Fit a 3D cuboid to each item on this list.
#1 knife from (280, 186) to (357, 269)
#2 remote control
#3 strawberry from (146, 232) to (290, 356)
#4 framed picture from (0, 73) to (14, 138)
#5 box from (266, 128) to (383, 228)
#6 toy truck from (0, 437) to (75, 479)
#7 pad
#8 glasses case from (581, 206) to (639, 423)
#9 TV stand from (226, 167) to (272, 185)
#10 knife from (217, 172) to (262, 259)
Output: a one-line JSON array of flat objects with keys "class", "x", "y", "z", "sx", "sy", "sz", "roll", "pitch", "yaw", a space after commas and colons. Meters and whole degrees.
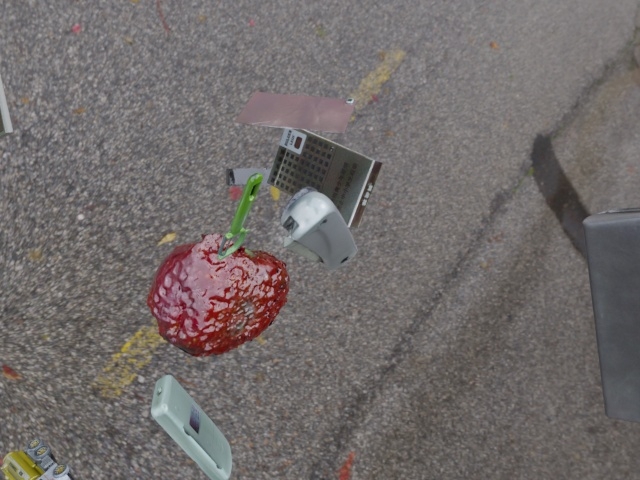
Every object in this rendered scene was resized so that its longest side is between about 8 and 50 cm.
[{"class": "knife", "x": 0.002, "y": -0.002, "z": 0.685, "sx": 0.040, "sy": 0.265, "sz": 0.073, "roll": 44, "pitch": 91, "yaw": 16}, {"class": "remote control", "x": -0.313, "y": 0.471, "z": 1.357, "sx": 0.056, "sy": 0.140, "sz": 0.296, "roll": -28, "pitch": 116, "yaw": 5}, {"class": "strawberry", "x": -0.205, "y": 0.116, "z": 1.064, "sx": 0.274, "sy": 0.274, "sz": 0.220, "roll": 18, "pitch": 68, "yaw": -30}, {"class": "framed picture", "x": -0.764, "y": -0.309, "z": 1.222, "sx": 0.018, "sy": 0.265, "sz": 0.192, "roll": -16, "pitch": 99, "yaw": -49}, {"class": "box", "x": 0.000, "y": -0.175, "z": 1.430, "sx": 0.047, "sy": 0.325, "sz": 0.180, "roll": 4, "pitch": 111, "yaw": -49}, {"class": "toy truck", "x": -0.396, "y": 0.333, "z": 0.771, "sx": 0.063, "sy": 0.123, "sz": 0.052, "roll": -39, "pitch": 131, "yaw": -37}, {"class": "pad", "x": -0.040, "y": -0.220, "z": 0.927, "sx": 0.113, "sy": 0.188, "sz": 0.006, "roll": -71, "pitch": 164, "yaw": -45}, {"class": "glasses case", "x": 0.271, "y": 0.066, "z": 0.461, "sx": 0.042, "sy": 0.072, "sz": 0.190, "roll": -22, "pitch": 105, "yaw": -39}, {"class": "TV stand", "x": -0.156, "y": -0.194, "z": 1.658, "sx": 0.257, "sy": 0.040, "sz": 0.048, "roll": -3, "pitch": 108, "yaw": -22}, {"class": "knife", "x": -0.113, "y": -0.035, "z": 0.817, "sx": 0.054, "sy": 0.212, "sz": 0.015, "roll": -29, "pitch": 72, "yaw": -33}]
